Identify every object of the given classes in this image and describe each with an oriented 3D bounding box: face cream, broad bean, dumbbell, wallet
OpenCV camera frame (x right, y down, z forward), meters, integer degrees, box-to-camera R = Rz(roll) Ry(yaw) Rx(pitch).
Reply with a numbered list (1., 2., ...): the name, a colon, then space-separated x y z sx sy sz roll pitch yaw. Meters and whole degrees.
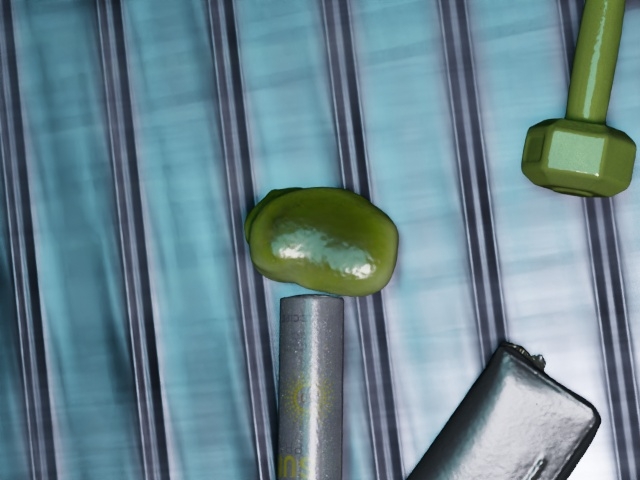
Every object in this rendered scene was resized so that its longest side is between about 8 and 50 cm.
1. face cream: -0.011 0.201 1.947 0.073 0.073 0.284 0 86 9
2. broad bean: 0.000 0.000 1.961 0.174 0.082 0.124 7 73 1
3. dumbbell: 0.299 -0.198 1.910 0.108 0.121 0.302 11 88 -18
4. wallet: 0.194 0.244 1.926 0.149 0.044 0.250 36 92 7
